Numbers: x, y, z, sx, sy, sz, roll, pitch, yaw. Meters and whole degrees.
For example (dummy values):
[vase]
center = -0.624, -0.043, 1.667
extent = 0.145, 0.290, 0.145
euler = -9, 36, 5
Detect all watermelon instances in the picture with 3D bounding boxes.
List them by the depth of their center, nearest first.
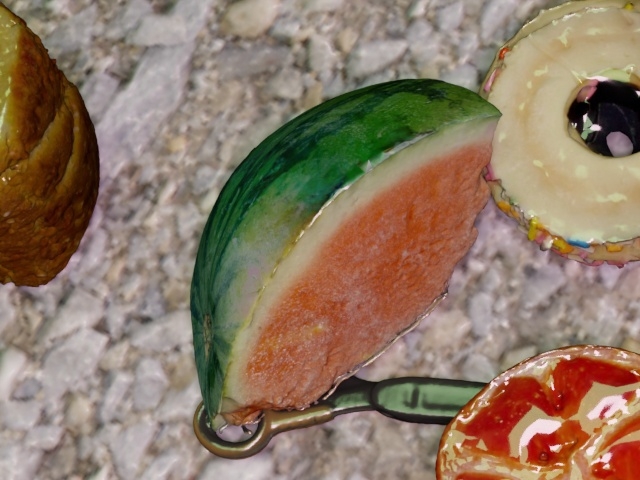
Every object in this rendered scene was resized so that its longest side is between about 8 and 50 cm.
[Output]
[watermelon]
center = -0.014, -0.018, 1.055
extent = 0.231, 0.128, 0.146
euler = -38, 48, -6

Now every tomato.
[tomato]
center = 0.144, 0.135, 0.991
extent = 0.155, 0.069, 0.156
euler = -4, 73, 13

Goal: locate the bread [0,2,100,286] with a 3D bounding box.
[bread]
center = -0.190, -0.059, 1.066
extent = 0.103, 0.172, 0.132
euler = 6, 71, 10

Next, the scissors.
[scissors]
center = 0.037, 0.091, 1.055
extent = 0.220, 0.017, 0.088
euler = 3, 68, 12

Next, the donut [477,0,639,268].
[donut]
center = 0.173, -0.061, 1.055
extent = 0.174, 0.068, 0.175
euler = -4, 69, 12
